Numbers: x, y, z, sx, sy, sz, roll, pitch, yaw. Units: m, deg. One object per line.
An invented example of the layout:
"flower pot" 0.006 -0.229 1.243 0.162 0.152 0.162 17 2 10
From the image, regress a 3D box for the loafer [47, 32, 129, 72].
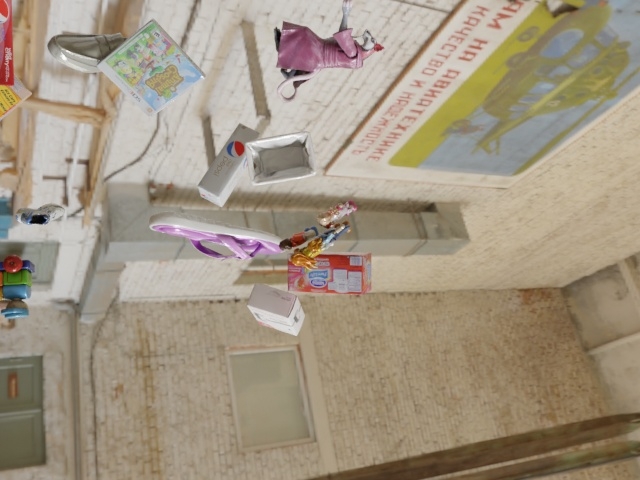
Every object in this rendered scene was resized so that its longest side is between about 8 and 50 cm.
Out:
"loafer" -0.569 -0.516 1.670 0.111 0.319 0.112 -41 -109 37

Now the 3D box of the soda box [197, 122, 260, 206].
"soda box" -0.240 -0.202 1.652 0.216 0.069 0.074 -61 173 -17

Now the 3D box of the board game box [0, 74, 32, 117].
"board game box" -1.283 -0.524 2.134 0.356 0.356 0.356 -41 -155 -3

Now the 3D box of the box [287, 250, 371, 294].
"box" 0.030 0.101 1.998 0.257 0.122 0.128 1 -87 18

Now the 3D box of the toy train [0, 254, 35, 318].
"toy train" -0.807 0.119 1.450 0.105 0.248 0.143 126 -41 -71

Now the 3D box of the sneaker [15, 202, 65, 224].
"sneaker" -0.752 -0.063 1.684 0.058 0.135 0.052 26 -64 28

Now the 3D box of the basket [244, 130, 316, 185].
"basket" -0.101 -0.205 1.570 0.103 0.167 0.113 -146 -134 -85

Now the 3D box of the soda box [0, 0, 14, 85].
"soda box" -0.786 -0.501 1.453 0.092 0.083 0.263 11 -75 23

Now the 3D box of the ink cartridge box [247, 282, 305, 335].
"ink cartridge box" -0.152 0.243 2.166 0.218 0.158 0.092 77 31 -63

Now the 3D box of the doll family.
"doll family" 0.000 0.000 1.681 0.263 0.163 0.118 -34 -94 41

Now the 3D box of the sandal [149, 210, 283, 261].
"sandal" -0.293 0.010 1.766 0.169 0.416 0.102 -13 -113 56

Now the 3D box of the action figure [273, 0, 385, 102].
"action figure" 0.028 -0.620 2.051 0.248 0.370 0.276 36 59 -74

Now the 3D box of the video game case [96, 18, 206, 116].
"video game case" -0.442 -0.445 1.620 0.212 0.193 0.023 -27 -143 25
